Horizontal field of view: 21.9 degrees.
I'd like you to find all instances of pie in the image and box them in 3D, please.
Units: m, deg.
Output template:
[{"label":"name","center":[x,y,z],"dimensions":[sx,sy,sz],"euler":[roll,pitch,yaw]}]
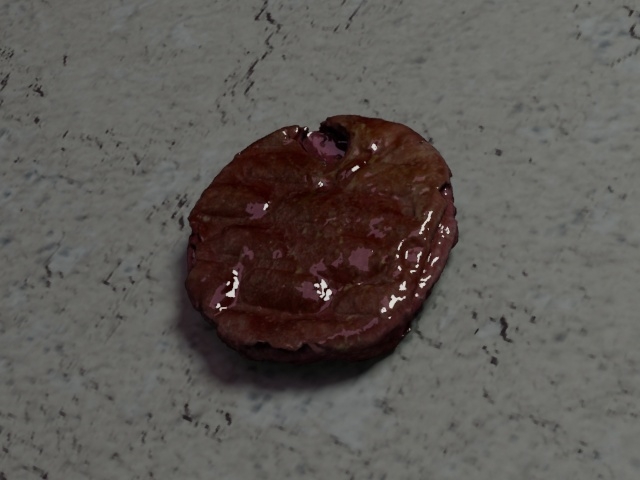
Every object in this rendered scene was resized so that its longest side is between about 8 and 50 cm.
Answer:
[{"label":"pie","center":[0.000,0.000,0.825],"dimensions":[0.153,0.038,0.153],"euler":[-12,51,15]}]
